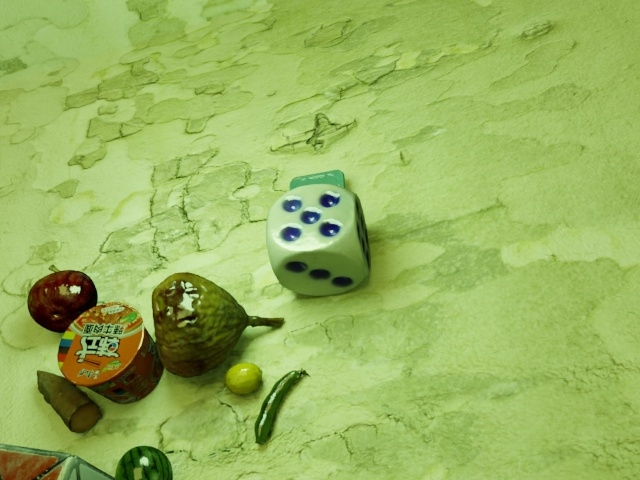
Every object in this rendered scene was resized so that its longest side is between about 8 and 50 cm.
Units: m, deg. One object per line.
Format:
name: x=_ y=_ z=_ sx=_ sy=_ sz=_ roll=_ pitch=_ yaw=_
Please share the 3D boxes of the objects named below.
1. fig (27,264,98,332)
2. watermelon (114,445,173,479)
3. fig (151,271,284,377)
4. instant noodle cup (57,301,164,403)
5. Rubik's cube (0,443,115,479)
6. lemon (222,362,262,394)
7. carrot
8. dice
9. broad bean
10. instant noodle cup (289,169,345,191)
fig: x=-0.769 y=0.166 z=2.028 sx=0.203 sy=0.186 sz=0.249 roll=-29 pitch=17 yaw=12
watermelon: x=-0.428 y=0.596 z=1.611 sx=0.140 sy=0.141 sz=0.187 roll=-25 pitch=54 yaw=-2
fig: x=-0.279 y=0.216 z=1.811 sx=0.368 sy=0.286 sz=0.286 roll=-4 pitch=47 yaw=-24
instant noodle cup: x=-0.560 y=0.321 z=1.818 sx=0.250 sy=0.192 sz=0.251 roll=-8 pitch=53 yaw=11
Rubik's cube: x=-0.667 y=0.652 z=1.568 sx=0.259 sy=0.260 sz=0.255 roll=0 pitch=56 yaw=20
lemon: x=-0.208 y=0.366 z=1.748 sx=0.110 sy=0.082 sz=0.082 roll=-17 pitch=52 yaw=2
carrot: x=-0.725 y=0.433 z=1.849 sx=0.263 sy=0.102 sz=0.102 roll=27 pitch=66 yaw=33
dice: x=0.000 y=0.000 z=1.843 sx=0.251 sy=0.259 sz=0.243 roll=-7 pitch=55 yaw=11
broad bean: x=-0.113 y=0.419 z=1.708 sx=0.069 sy=0.039 sz=0.227 roll=26 pitch=65 yaw=24
instant noodle cup: x=-0.005 y=-0.133 z=2.062 sx=0.179 sy=0.070 sz=0.157 roll=-8 pitch=54 yaw=10
